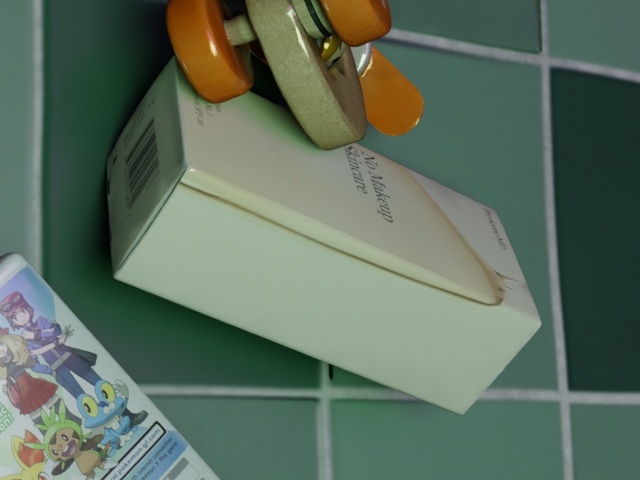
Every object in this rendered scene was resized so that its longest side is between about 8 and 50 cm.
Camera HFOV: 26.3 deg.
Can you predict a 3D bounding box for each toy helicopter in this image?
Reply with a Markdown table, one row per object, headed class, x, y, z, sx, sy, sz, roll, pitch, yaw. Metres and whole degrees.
| class | x | y | z | sx | sy | sz | roll | pitch | yaw |
| --- | --- | --- | --- | --- | --- | --- | --- | --- | --- |
| toy helicopter | -0.018 | -0.223 | 1.073 | 0.235 | 0.140 | 0.355 | 46 | 27 | -54 |

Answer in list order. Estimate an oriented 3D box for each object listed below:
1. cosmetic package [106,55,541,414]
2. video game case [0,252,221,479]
| class | x | y | z | sx | sy | sz | roll | pitch | yaw |
| --- | --- | --- | --- | --- | --- | --- | --- | --- | --- |
| cosmetic package | 0.000 | 0.000 | 1.038 | 0.310 | 0.113 | 0.160 | 22 | 30 | -26 |
| video game case | -0.205 | 0.225 | 0.819 | 0.329 | 0.036 | 0.300 | -46 | 109 | -23 |
